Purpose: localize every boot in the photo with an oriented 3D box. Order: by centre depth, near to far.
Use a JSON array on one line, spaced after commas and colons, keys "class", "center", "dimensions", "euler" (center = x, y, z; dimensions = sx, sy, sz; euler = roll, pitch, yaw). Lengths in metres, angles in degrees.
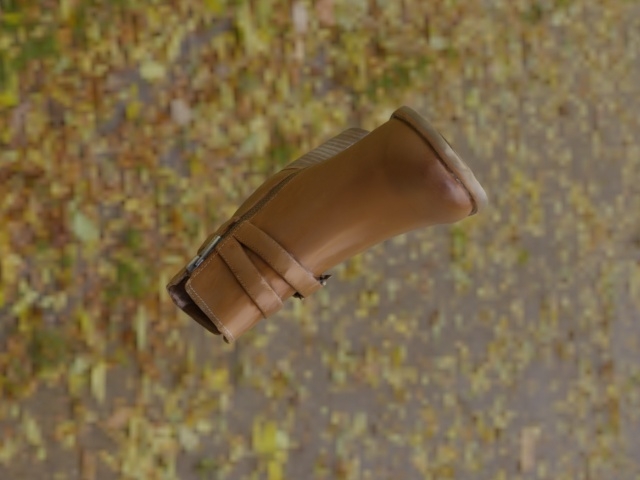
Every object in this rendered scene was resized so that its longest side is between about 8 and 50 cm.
[{"class": "boot", "center": [0.000, 0.000, 1.006], "dimensions": [0.152, 0.197, 0.073], "euler": [-39, 101, -16]}]
